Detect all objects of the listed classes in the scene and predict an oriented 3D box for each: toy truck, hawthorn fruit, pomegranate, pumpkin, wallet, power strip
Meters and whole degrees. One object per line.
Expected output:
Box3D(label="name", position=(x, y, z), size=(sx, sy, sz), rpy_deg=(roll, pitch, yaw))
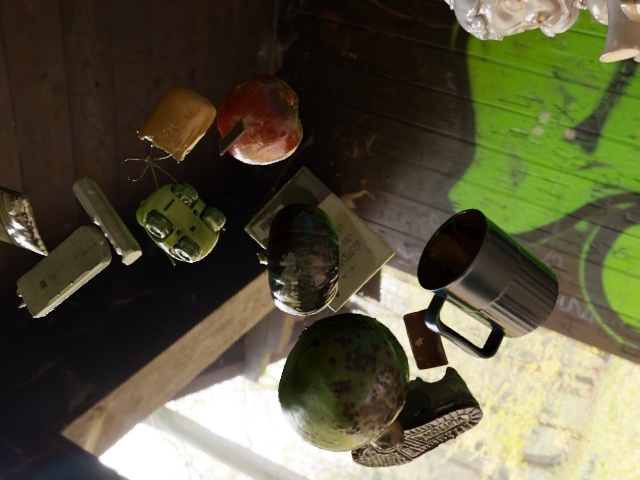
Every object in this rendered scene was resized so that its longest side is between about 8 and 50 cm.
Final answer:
Box3D(label="toy truck", position=(-0.355, -0.046, 1.490), size=(0.148, 0.211, 0.187), rpy_deg=(-57, -44, -25))
Box3D(label="hawthorn fruit", position=(-0.183, -0.374, 1.939), size=(0.284, 0.284, 0.284), rpy_deg=(-49, -29, -39))
Box3D(label="pomegranate", position=(0.051, 0.266, 1.129), size=(0.254, 0.270, 0.254), rpy_deg=(-34, -2, -1))
Box3D(label="pumpkin", position=(-0.039, 0.034, 1.170), size=(0.211, 0.152, 0.211), rpy_deg=(-179, 90, -79))
Box3D(label="wallet", position=(0.292, 0.275, 1.744), size=(0.026, 0.095, 0.176), rpy_deg=(-69, -38, -72))
Box3D(label="power strip", position=(-0.454, 0.057, 1.095), size=(0.227, 0.080, 0.029), rpy_deg=(-35, -14, 17))

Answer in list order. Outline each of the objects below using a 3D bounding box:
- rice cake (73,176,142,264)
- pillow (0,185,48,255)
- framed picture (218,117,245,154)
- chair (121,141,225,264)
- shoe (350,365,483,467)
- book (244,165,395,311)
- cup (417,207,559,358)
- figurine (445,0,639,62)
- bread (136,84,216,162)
Box3D(label="rice cake", position=(-0.520, -0.051, 1.516), size=(0.057, 0.256, 0.052), rpy_deg=(-47, -19, 26))
Box3D(label="pillow", position=(-0.812, -0.065, 1.603), size=(0.208, 0.212, 0.052), rpy_deg=(92, -161, -46))
Box3D(label="framed picture", position=(-0.219, -0.257, 1.546), size=(0.089, 0.066, 0.007), rpy_deg=(-42, -55, 18))
Box3D(label="chair", position=(-0.420, -0.111, 1.672), size=(0.160, 0.325, 0.170), rpy_deg=(-35, 3, 16))
Box3D(label="shoe", position=(0.193, 0.371, 1.339), size=(0.109, 0.293, 0.149), rpy_deg=(56, -165, -32))
Box3D(label="book", position=(0.000, 0.000, 1.389), size=(0.201, 0.289, 0.026), rpy_deg=(-45, 11, 6))
Box3D(label="cup", position=(0.435, 0.118, 1.618), size=(0.242, 0.292, 0.307), rpy_deg=(-35, 30, 46))
Box3D(label="figurine", position=(0.222, -0.252, 0.632), size=(0.163, 0.237, 0.141), rpy_deg=(20, -92, -59))
Box3D(label="bread", position=(-0.338, -0.283, 1.476), size=(0.173, 0.134, 0.085), rpy_deg=(-58, -2, -5))
